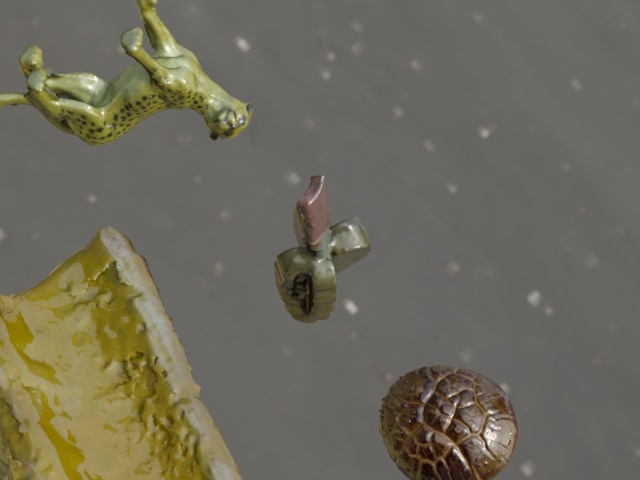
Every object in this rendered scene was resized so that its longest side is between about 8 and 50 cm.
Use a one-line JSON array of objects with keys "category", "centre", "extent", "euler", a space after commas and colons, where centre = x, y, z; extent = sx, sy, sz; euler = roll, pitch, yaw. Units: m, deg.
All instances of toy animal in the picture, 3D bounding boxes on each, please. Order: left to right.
[{"category": "toy animal", "centre": [-0.165, -0.116, 1.474], "extent": [0.136, 0.181, 0.073], "euler": [51, 25, -39]}]

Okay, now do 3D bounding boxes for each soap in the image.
[{"category": "soap", "centre": [-0.148, 0.213, 1.159], "extent": [0.169, 0.304, 0.339], "euler": [-8, 50, -28]}]

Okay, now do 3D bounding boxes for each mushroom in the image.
[{"category": "mushroom", "centre": [0.115, 0.167, 1.616], "extent": [0.085, 0.126, 0.109], "euler": [79, 11, -47]}]

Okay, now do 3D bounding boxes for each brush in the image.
[{"category": "brush", "centre": [0.000, 0.000, 1.397], "extent": [0.071, 0.084, 0.301], "euler": [23, -13, 5]}]
